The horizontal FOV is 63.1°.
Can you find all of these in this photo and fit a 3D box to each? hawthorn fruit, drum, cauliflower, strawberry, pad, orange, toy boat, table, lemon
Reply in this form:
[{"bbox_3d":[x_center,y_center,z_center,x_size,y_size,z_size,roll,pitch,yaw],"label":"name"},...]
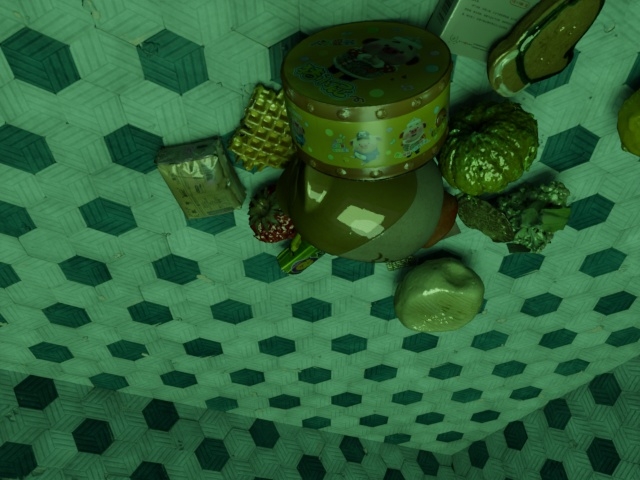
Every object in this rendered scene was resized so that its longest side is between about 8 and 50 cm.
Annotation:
[{"bbox_3d":[0.386,-0.093,1.795,0.251,0.199,0.199,-30,133,7],"label":"hawthorn fruit"},{"bbox_3d":[0.113,-0.361,1.309,0.432,0.431,0.214,-6,138,1],"label":"drum"},{"bbox_3d":[0.726,-0.088,1.763,0.256,0.239,0.315,-39,171,29],"label":"cauliflower"},{"bbox_3d":[-0.117,-0.077,1.775,0.205,0.205,0.244,-30,151,25],"label":"strawberry"},{"bbox_3d":[0.432,-0.027,1.987,0.188,0.006,0.113,-21,135,18],"label":"pad"},{"bbox_3d":[0.478,-0.277,1.508,0.301,0.300,0.223,-24,139,23],"label":"orange"},{"bbox_3d":[0.322,0.091,2.096,0.115,0.016,0.063,-15,137,11],"label":"toy boat"},{"bbox_3d":[0.812,-0.024,1.984,0.176,0.062,0.146,-4,137,4],"label":"table"},{"bbox_3d":[1.008,-0.363,1.515,0.234,0.233,0.288,28,126,-30],"label":"lemon"}]

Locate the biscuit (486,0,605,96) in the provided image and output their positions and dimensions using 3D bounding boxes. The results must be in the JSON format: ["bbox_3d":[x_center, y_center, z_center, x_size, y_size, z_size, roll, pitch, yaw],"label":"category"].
[{"bbox_3d":[0.596,-0.510,1.366,0.344,0.057,0.287,-41,149,16],"label":"biscuit"}]

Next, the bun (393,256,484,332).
[{"bbox_3d":[0.459,0.205,2.076,0.349,0.227,0.352,29,125,-30],"label":"bun"}]

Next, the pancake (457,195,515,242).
[{"bbox_3d":[0.576,-0.072,1.825,0.235,0.029,0.212,38,163,15],"label":"pancake"}]

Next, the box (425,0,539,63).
[{"bbox_3d":[0.424,-0.606,1.291,0.200,0.106,0.299,10,137,-17],"label":"box"}]

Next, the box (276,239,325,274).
[{"bbox_3d":[0.000,0.000,1.896,0.346,0.097,0.134,-38,155,30],"label":"box"}]

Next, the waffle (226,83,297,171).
[{"bbox_3d":[-0.161,-0.323,1.578,0.284,0.065,0.309,-14,135,9],"label":"waffle"}]

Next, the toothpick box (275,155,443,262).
[{"bbox_3d":[0.110,-0.145,1.549,0.426,0.408,0.408,10,135,-18],"label":"toothpick box"}]

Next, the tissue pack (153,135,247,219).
[{"bbox_3d":[-0.375,-0.187,1.664,0.215,0.122,0.256,-9,136,8],"label":"tissue pack"}]

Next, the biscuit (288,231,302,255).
[{"bbox_3d":[-0.032,-0.080,1.716,0.026,0.291,0.048,22,157,17],"label":"biscuit"}]
